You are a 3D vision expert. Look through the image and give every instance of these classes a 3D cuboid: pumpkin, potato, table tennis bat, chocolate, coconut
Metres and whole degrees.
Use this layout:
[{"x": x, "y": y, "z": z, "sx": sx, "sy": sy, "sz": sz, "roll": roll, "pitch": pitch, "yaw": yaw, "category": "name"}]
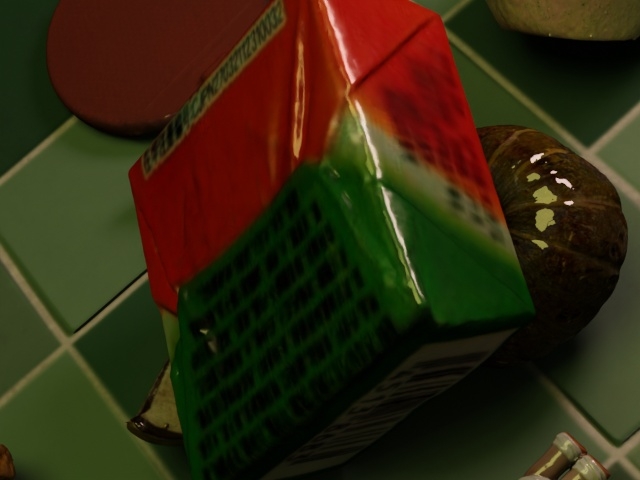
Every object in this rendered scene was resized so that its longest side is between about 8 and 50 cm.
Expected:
[{"x": 0.163, "y": 0.004, "z": 1.509, "sx": 0.219, "sy": 0.162, "sz": 0.219, "roll": -6, "pitch": 80, "yaw": 37, "category": "pumpkin"}, {"x": -0.089, "y": 0.114, "z": 1.617, "sx": 0.120, "sy": 0.100, "sz": 0.261, "roll": 29, "pitch": 55, "yaw": -3, "category": "potato"}, {"x": -0.148, "y": -0.210, "z": 1.858, "sx": 0.268, "sy": 0.051, "sz": 0.415, "roll": -47, "pitch": 50, "yaw": -6, "category": "table tennis bat"}, {"x": 0.000, "y": 0.000, "z": 1.450, "sx": 0.360, "sy": 0.161, "sz": 0.341, "roll": -44, "pitch": 52, "yaw": 45, "category": "chocolate"}, {"x": 0.242, "y": -0.305, "z": 1.624, "sx": 0.197, "sy": 0.237, "sz": 0.237, "roll": 1, "pitch": 56, "yaw": -10, "category": "coconut"}]

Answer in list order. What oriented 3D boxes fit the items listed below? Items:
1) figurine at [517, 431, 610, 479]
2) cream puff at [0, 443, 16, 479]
[{"x": 0.152, "y": 0.246, "z": 1.396, "sx": 0.197, "sy": 0.093, "sz": 0.147, "roll": -41, "pitch": 59, "yaw": -7, "category": "figurine"}, {"x": -0.374, "y": 0.281, "z": 1.609, "sx": 0.183, "sy": 0.183, "sz": 0.169, "roll": -9, "pitch": 83, "yaw": 21, "category": "cream puff"}]
